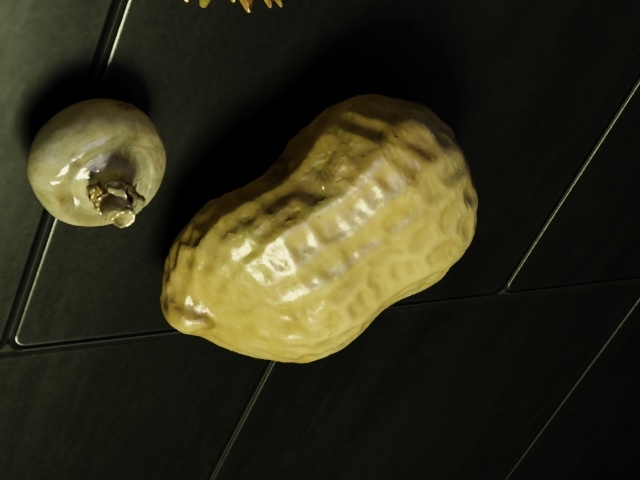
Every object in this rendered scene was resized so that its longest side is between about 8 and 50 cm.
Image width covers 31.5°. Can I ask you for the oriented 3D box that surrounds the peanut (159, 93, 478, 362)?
[{"bbox_3d":[0.000,0.000,0.786,0.233,0.110,0.197,-37,145,-2],"label":"peanut"}]

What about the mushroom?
[{"bbox_3d":[-0.125,-0.037,0.659,0.085,0.079,0.085,-25,142,-21],"label":"mushroom"}]

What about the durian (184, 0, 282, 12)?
[{"bbox_3d":[-0.026,-0.193,0.535,0.195,0.186,0.305,-5,158,-9],"label":"durian"}]
